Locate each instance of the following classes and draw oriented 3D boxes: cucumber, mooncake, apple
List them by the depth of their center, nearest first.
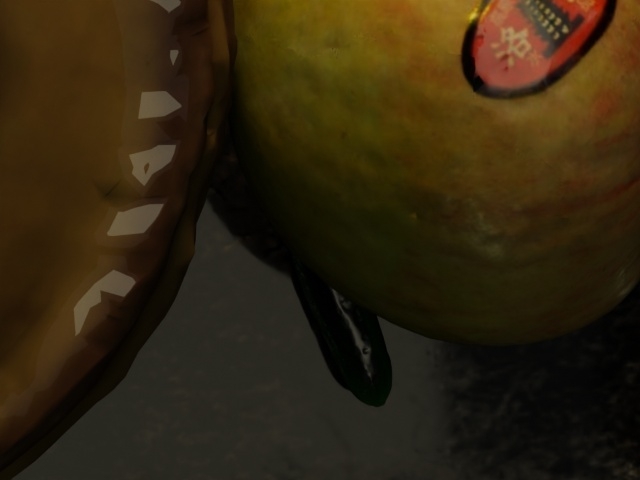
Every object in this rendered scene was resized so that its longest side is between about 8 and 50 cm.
[{"bbox_3d":[-0.235,-0.071,0.495,0.393,0.246,0.394,-9,106,-15],"label":"mooncake"},{"bbox_3d":[0.067,-0.085,0.573,0.194,0.261,0.260,7,91,20],"label":"apple"},{"bbox_3d":[0.000,0.000,0.666,0.036,0.033,0.184,-18,94,8],"label":"cucumber"}]
